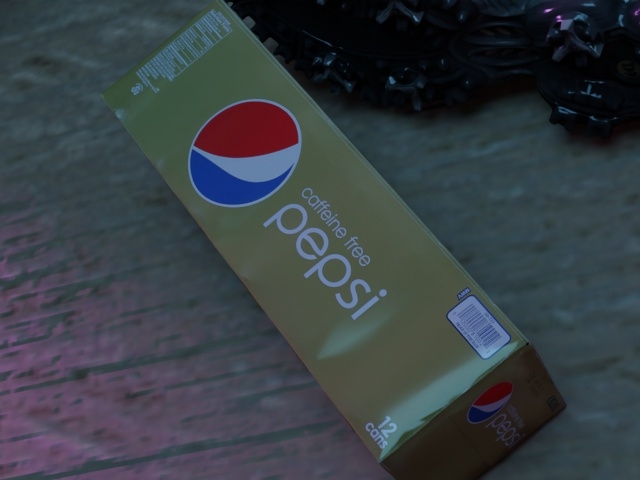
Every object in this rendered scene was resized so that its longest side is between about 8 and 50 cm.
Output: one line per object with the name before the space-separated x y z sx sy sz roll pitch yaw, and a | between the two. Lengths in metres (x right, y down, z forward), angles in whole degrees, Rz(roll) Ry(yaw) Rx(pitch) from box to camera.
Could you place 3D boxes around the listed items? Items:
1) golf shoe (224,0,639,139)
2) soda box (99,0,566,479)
golf shoe | 0.057 -0.097 0.474 0.198 0.077 0.094 15 61 16
soda box | 0.000 0.000 0.449 0.058 0.061 0.181 -39 57 0
